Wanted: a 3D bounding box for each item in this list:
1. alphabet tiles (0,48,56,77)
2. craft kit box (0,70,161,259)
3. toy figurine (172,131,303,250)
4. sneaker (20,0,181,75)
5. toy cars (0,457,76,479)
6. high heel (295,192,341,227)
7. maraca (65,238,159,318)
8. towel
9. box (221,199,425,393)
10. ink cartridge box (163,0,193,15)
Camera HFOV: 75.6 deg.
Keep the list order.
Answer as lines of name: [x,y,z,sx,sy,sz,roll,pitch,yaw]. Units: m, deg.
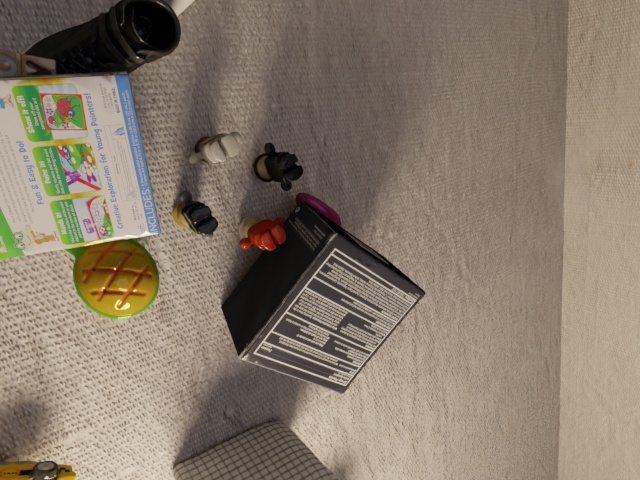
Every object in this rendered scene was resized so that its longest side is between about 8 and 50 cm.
alphabet tiles: [-0.443,-0.144,0.588,0.198,0.009,0.237,2,114,-26]
craft kit box: [-0.383,-0.106,0.598,0.246,0.061,0.250,-12,119,-22]
toy figurine: [-0.159,-0.094,0.789,0.209,0.148,0.213,11,94,-31]
sneaker: [-0.338,-0.280,0.615,0.296,0.147,0.104,-43,122,-21]
toy cars: [-0.582,0.448,0.615,0.393,0.087,0.176,-32,111,-24]
high heel: [0.000,0.000,0.955,0.117,0.082,0.244,-61,139,-22]
maraca: [-0.353,0.043,0.699,0.127,0.099,0.186,-28,88,-33]
towel: [-0.136,0.531,0.859,0.283,0.235,0.121,-14,112,-33]
box: [0.003,0.126,0.874,0.296,0.183,0.294,33,97,-35]
ink cartridge box: [-0.184,-0.512,0.649,0.117,0.201,0.278,37,77,-34]
